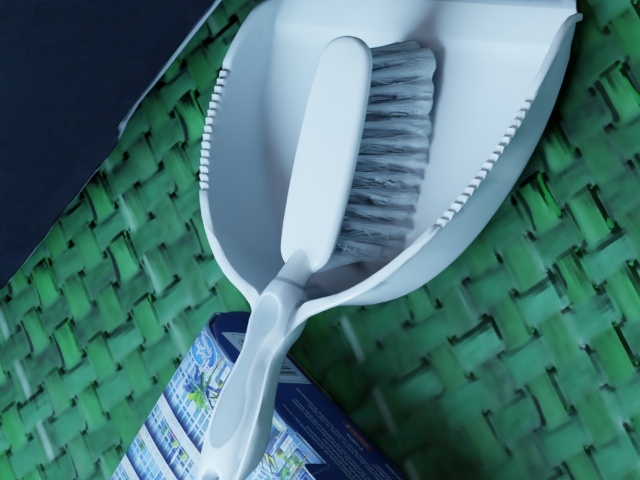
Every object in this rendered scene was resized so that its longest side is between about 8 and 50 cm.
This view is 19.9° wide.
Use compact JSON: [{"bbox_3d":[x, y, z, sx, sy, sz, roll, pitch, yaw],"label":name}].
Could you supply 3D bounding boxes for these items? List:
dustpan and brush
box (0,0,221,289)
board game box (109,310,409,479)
[{"bbox_3d":[0.000,0.000,0.662,0.147,0.060,0.211,10,84,39],"label":"dustpan and brush"},{"bbox_3d":[-0.311,-0.185,0.727,0.480,0.297,0.471,-47,63,38],"label":"box"},{"bbox_3d":[-0.036,0.160,0.694,0.194,0.060,0.194,44,112,33],"label":"board game box"}]
